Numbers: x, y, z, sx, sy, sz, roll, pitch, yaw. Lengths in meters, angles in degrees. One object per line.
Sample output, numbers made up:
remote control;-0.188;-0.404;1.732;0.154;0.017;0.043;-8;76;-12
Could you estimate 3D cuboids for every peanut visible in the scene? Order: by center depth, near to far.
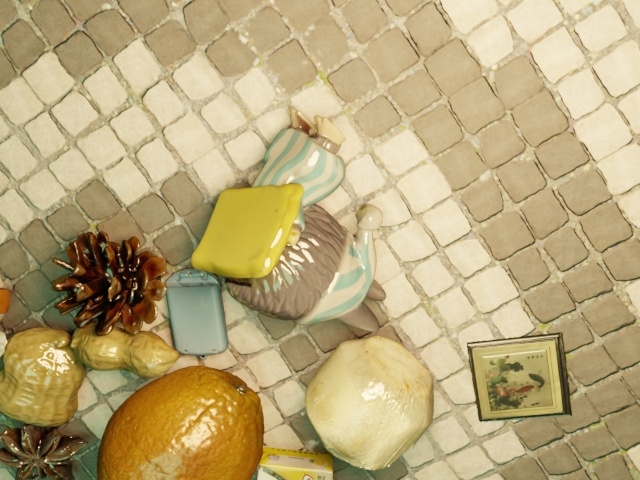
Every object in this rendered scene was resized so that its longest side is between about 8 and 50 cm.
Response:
peanut;-0.414;0.232;1.766;0.263;0.117;0.101;7;120;20
peanut;-0.614;0.298;1.846;0.197;0.110;0.233;21;113;-9

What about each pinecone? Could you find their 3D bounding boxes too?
pinecone;-0.435;0.086;1.692;0.229;0.202;0.201;-15;145;23

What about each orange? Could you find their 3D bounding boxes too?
orange;-0.279;0.425;1.731;0.322;0.322;0.357;44;97;-9

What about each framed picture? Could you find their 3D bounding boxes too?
framed picture;0.411;0.286;1.740;0.195;0.010;0.199;-8;109;11

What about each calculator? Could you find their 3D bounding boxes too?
calculator;-0.261;0.158;1.777;0.121;0.039;0.210;-2;111;11

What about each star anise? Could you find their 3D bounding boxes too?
star anise;-0.653;0.491;1.935;0.231;0.089;0.209;-26;120;22

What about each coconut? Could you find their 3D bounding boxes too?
coconut;0.094;0.336;1.690;0.245;0.245;0.247;32;113;-4

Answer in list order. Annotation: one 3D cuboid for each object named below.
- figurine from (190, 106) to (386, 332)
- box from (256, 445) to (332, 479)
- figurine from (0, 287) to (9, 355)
figurine;0.000;0.000;1.629;0.378;0.266;0.361;34;86;-39
box;-0.068;0.599;1.845;0.168;0.097;0.265;9;99;-4
figurine;-0.732;0.175;1.777;0.143;0.143;0.271;-4;72;10
